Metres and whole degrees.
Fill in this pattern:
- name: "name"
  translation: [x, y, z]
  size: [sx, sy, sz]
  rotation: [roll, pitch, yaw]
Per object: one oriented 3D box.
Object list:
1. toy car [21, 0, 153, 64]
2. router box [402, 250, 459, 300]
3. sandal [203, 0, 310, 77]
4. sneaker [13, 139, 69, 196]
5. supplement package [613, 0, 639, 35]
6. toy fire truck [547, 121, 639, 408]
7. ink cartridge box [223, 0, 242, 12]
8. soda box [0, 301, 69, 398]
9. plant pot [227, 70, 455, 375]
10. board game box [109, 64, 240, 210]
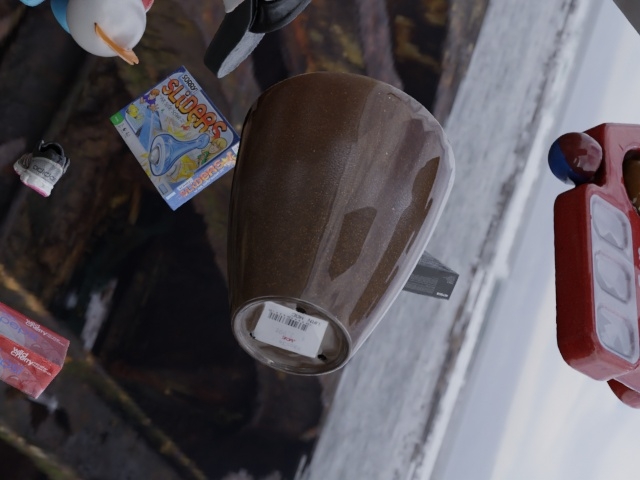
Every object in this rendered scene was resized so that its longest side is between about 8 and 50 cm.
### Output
- name: "toy car"
  translation: [-0.308, -0.341, 1.580]
  size: [0.210, 0.219, 0.238]
  rotation: [31, 35, -61]
- name: "router box"
  translation: [0.085, 0.024, 1.499]
  size: [0.133, 0.179, 0.046]
  rotation: [40, -68, 56]
- name: "sandal"
  translation: [-0.058, -0.385, 1.692]
  size: [0.167, 0.107, 0.446]
  rotation: [-46, 179, -30]
- name: "sneaker"
  translation: [-0.420, -0.117, 1.643]
  size: [0.074, 0.063, 0.170]
  rotation: [-53, -159, -2]
- name: "supplement package"
  translation: [0.336, -0.196, 0.701]
  size: [0.134, 0.244, 0.139]
  rotation: [-104, -166, -48]
- name: "toy fire truck"
  translation: [0.314, 0.012, 1.029]
  size: [0.169, 0.254, 0.302]
  rotation: [-24, -131, 42]
- name: "ink cartridge box"
  translation: [-0.026, -0.321, 0.912]
  size: [0.056, 0.181, 0.224]
  rotation: [12, 54, -48]
- name: "soda box"
  translation: [-0.573, 0.161, 1.861]
  size: [0.092, 0.263, 0.083]
  rotation: [-48, -159, 22]
- name: "plant pot"
  translation: [0.000, 0.000, 0.986]
  size: [0.215, 0.215, 0.230]
  rotation: [98, 8, -48]
- name: "board game box"
  translation: [-0.203, -0.150, 1.537]
  size: [0.136, 0.201, 0.035]
  rotation: [-37, 142, -3]
